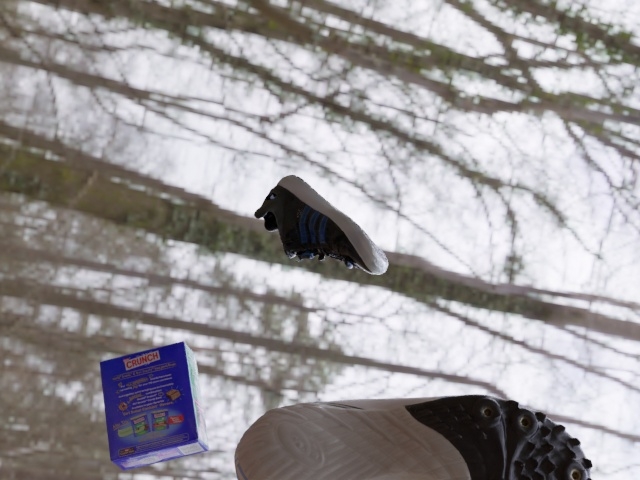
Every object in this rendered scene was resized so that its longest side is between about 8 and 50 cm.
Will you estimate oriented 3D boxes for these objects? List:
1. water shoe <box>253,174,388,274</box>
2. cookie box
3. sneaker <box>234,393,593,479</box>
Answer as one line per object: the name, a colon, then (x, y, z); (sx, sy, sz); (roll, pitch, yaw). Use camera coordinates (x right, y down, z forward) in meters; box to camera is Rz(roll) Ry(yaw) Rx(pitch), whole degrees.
water shoe: (0.000, 0.000, 1.379); (0.080, 0.073, 0.203); (-46, -136, -3)
cookie box: (-0.165, 0.164, 1.177); (0.040, 0.092, 0.107); (69, 9, -62)
sneaker: (0.061, 0.148, 0.795); (0.086, 0.237, 0.085); (97, -4, -72)
